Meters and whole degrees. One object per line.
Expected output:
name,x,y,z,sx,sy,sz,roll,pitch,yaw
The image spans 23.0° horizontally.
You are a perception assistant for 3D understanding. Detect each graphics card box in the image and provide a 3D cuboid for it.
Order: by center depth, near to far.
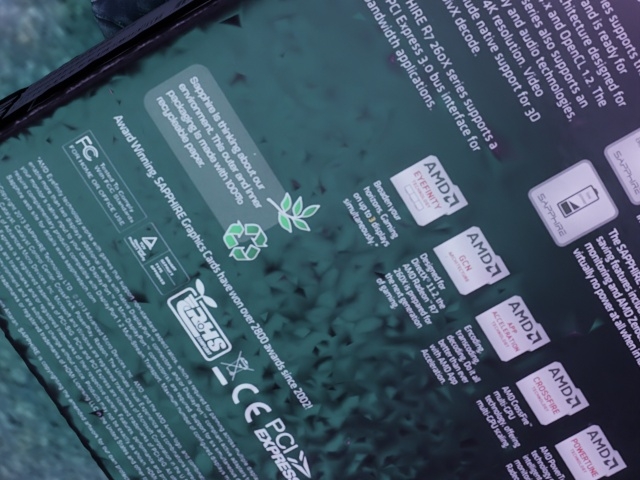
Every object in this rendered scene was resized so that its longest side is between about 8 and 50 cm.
graphics card box,0.076,-0.025,0.551,0.371,0.094,0.233,-31,107,9

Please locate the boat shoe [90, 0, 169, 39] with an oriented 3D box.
boat shoe,-0.052,-0.125,0.609,0.083,0.065,0.183,10,139,12
